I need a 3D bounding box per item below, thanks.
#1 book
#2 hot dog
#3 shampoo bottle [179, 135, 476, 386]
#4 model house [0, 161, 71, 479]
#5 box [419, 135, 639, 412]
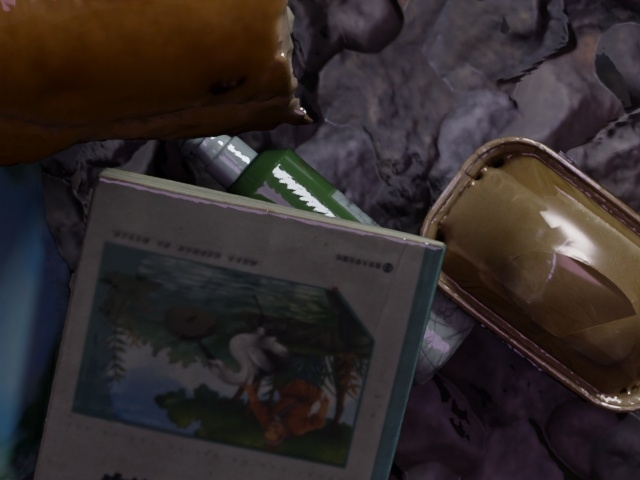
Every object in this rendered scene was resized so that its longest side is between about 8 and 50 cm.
[{"bbox_3d":[-0.058,0.111,1.151,0.215,0.025,0.282,11,105,-1],"label":"book"},{"bbox_3d":[-0.226,-0.146,0.962,0.365,0.367,0.196,-11,112,-16],"label":"hot dog"},{"bbox_3d":[0.000,0.000,1.166,0.204,0.065,0.065,41,90,-3],"label":"shampoo bottle"},{"bbox_3d":[-0.307,0.037,1.108,0.241,0.226,0.261,16,131,25],"label":"model house"},{"bbox_3d":[0.145,0.019,1.149,0.177,0.111,0.111,36,90,-2],"label":"box"}]
